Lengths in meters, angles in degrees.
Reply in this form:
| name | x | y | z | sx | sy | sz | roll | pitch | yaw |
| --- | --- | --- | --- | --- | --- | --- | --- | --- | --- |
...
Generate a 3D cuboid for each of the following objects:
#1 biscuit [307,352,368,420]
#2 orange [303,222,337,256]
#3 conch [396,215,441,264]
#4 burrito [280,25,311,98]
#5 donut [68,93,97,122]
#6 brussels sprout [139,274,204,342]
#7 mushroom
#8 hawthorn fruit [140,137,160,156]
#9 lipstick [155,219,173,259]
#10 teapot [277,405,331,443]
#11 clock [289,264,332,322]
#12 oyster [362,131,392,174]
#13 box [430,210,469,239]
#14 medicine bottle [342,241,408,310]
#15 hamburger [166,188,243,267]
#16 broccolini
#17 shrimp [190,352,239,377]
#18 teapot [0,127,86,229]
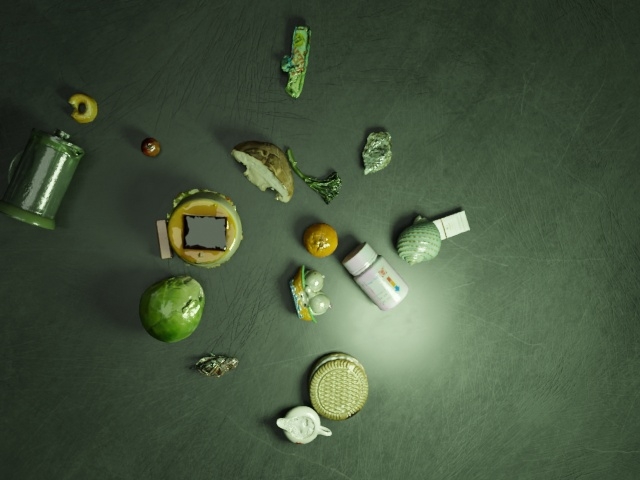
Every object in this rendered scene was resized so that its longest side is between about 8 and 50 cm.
| name | x | y | z | sx | sy | sz | roll | pitch | yaw |
| --- | --- | --- | --- | --- | --- | --- | --- | --- | --- |
| biscuit | 0.071 | 0.577 | 1.992 | 0.258 | 0.079 | 0.260 | 0 | 91 | -9 |
| orange | 0.002 | -0.002 | 1.949 | 0.135 | 0.117 | 0.136 | -1 | 93 | -15 |
| conch | 0.391 | 0.002 | 1.989 | 0.172 | 0.131 | 0.200 | 12 | 96 | 11 |
| burrito | -0.101 | -0.697 | 1.947 | 0.104 | 0.054 | 0.289 | 8 | 90 | -8 |
| donut | -0.871 | -0.488 | 1.844 | 0.097 | 0.043 | 0.108 | -13 | 98 | -7 |
| brussels sprout | -0.537 | 0.248 | 1.835 | 0.243 | 0.244 | 0.245 | 0 | 91 | -9 |
| mushroom | -0.192 | -0.286 | 1.920 | 0.285 | 0.156 | 0.151 | 43 | 57 | -8 |
| hawthorn fruit | -0.632 | -0.348 | 1.867 | 0.077 | 0.077 | 0.077 | 0 | 91 | -9 |
| lipstick | -0.587 | -0.004 | 1.896 | 0.045 | 0.045 | 0.146 | -8 | 93 | -6 |
| teapot | -0.065 | 0.721 | 1.969 | 0.226 | 0.092 | 0.145 | 16 | 92 | -10 |
| clock | -0.040 | 0.207 | 1.955 | 0.144 | 0.103 | 0.231 | -16 | 96 | -9 |
| oyster | 0.228 | -0.347 | 2.003 | 0.124 | 0.064 | 0.178 | 5 | 89 | -5 |
| box | 0.526 | -0.059 | 2.065 | 0.154 | 0.040 | 0.084 | -19 | 97 | -7 |
| medicine bottle | 0.213 | 0.139 | 1.967 | 0.152 | 0.152 | 0.254 | -43 | 96 | -5 |
| hamburger | -0.425 | -0.041 | 1.855 | 0.275 | 0.179 | 0.295 | 0 | 95 | -6 |
| broccolini | -0.021 | -0.274 | 1.975 | 0.271 | 0.062 | 0.123 | 46 | 75 | -4 |
| shrimp | -0.408 | 0.478 | 1.925 | 0.190 | 0.075 | 0.073 | -3 | 124 | 1 |
| teapot | -0.990 | -0.236 | 1.771 | 0.270 | 0.200 | 0.337 | 21 | 86 | 24 |
